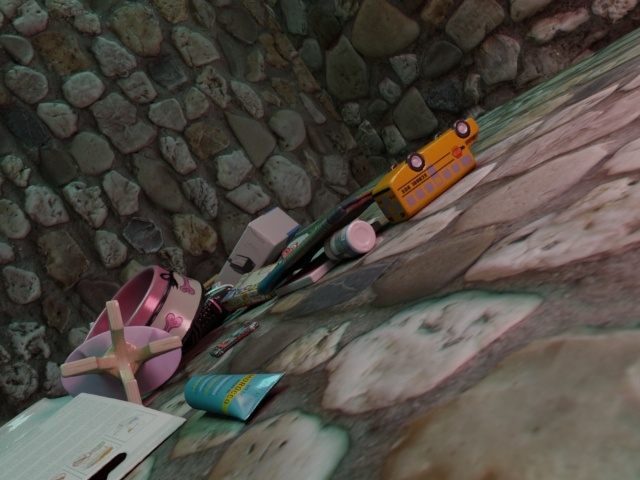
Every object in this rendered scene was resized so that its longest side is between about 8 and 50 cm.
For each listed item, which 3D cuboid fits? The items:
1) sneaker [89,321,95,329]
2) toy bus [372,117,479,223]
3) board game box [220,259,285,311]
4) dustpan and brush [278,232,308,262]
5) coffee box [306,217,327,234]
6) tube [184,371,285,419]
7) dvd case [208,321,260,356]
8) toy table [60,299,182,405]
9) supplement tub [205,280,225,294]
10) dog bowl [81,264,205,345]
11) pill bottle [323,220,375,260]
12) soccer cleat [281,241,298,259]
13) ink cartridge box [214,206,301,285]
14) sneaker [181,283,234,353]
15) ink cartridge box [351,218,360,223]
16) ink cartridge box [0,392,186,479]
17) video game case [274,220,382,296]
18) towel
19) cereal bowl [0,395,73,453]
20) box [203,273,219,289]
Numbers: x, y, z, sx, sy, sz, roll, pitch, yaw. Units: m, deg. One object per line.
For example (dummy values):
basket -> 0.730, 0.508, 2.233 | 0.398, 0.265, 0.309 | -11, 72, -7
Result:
sneaker -> -0.714, 0.389, 1.743 | 0.130, 0.236, 0.323 | -31, 5, 28
toy bus -> 0.290, -0.189, 1.407 | 0.332, 0.130, 0.108 | -36, 4, -23
board game box -> -0.192, 0.136, 1.625 | 0.193, 0.045, 0.147 | -20, 22, 37
dustpan and brush -> -0.111, 0.048, 2.242 | 0.211, 0.060, 0.147 | -29, 16, -12
coffee box -> 0.016, -0.038, 2.113 | 0.113, 0.040, 0.184 | -34, 14, -7
tube -> -0.127, 0.215, 0.751 | 0.207, 0.052, 0.080 | -18, 26, 52
dvd case -> -0.202, 0.230, 1.254 | 0.119, 0.013, 0.087 | -37, 6, -24
toy table -> -0.455, 0.276, 1.249 | 0.274, 0.252, 0.161 | -24, -9, -29
supplement tub -> -0.391, 0.235, 1.839 | 0.190, 0.117, 0.117 | -33, 5, 4
dog bowl -> -0.520, 0.245, 1.532 | 0.408, 0.150, 0.408 | -38, 26, 22
pill bottle -> 0.067, 0.005, 1.300 | 0.078, 0.078, 0.137 | -37, 5, -29
soccer cleat -> -0.116, 0.062, 2.078 | 0.076, 0.068, 0.196 | -49, 0, 16
ink cartridge box -> -0.236, 0.050, 2.024 | 0.307, 0.129, 0.223 | -54, -6, 30
sneaker -> -0.368, 0.251, 1.664 | 0.296, 0.104, 0.147 | -41, 8, -11
ink cartridge box -> 0.067, -0.026, 1.746 | 0.122, 0.052, 0.088 | -31, 6, 43
ink cartridge box -> -0.424, 0.398, 0.889 | 0.385, 0.091, 0.308 | -6, 22, 42
video game case -> 0.021, 0.050, 1.472 | 0.285, 0.025, 0.204 | -37, 6, -35
towel -> 0.000, 0.000, 1.459 | 0.370, 0.040, 0.271 | -43, -5, 33
cereal bowl -> -0.676, 0.475, 1.252 | 0.339, 0.141, 0.339 | -35, 5, 3
box -> -0.422, 0.228, 2.010 | 0.021, 0.164, 0.201 | 10, 13, 7
